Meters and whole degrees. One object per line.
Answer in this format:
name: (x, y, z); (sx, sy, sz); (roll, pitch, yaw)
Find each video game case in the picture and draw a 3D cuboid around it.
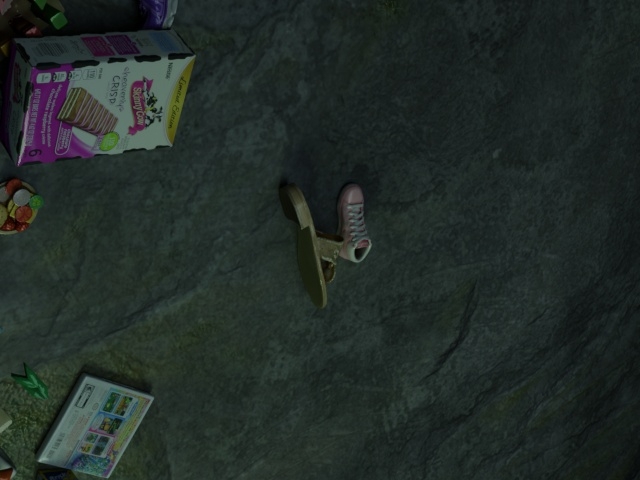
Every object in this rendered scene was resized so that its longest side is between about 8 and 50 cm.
video game case: (-0.357, 0.296, 1.847); (0.143, 0.019, 0.157); (27, 94, -44)

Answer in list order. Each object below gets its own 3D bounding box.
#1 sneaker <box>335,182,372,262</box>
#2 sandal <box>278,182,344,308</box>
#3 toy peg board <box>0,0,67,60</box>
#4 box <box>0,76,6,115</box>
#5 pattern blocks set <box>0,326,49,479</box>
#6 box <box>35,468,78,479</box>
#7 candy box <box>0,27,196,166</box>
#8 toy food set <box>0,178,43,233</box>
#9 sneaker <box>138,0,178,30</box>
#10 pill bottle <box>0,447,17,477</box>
sneaker: (0.062, -0.026, 1.968); (0.051, 0.070, 0.134); (-7, 116, -33)
sandal: (0.003, 0.003, 1.925); (0.079, 0.088, 0.240); (-27, 122, -17)
toy peg board: (-0.410, -0.295, 1.446); (0.161, 0.079, 0.161); (-41, 131, -14)
box: (-0.368, -0.195, 1.568); (0.137, 0.027, 0.094); (-32, 130, -21)
pattern blocks set: (-0.540, 0.257, 1.600); (0.325, 0.026, 0.285); (-32, 103, -15)
box: (-0.431, 0.448, 1.846); (0.059, 0.054, 0.168); (4, 111, -39)
candy box: (-0.294, -0.190, 1.534); (0.234, 0.071, 0.159); (-12, 138, -35)
toy food set: (-0.427, -0.046, 1.606); (0.083, 0.020, 0.082); (24, 97, -43)
sneaker: (-0.231, -0.343, 1.586); (0.071, 0.068, 0.169); (11, 101, -23)
pill bottle: (-0.545, 0.361, 1.673); (0.193, 0.108, 0.108); (-42, 132, -13)
